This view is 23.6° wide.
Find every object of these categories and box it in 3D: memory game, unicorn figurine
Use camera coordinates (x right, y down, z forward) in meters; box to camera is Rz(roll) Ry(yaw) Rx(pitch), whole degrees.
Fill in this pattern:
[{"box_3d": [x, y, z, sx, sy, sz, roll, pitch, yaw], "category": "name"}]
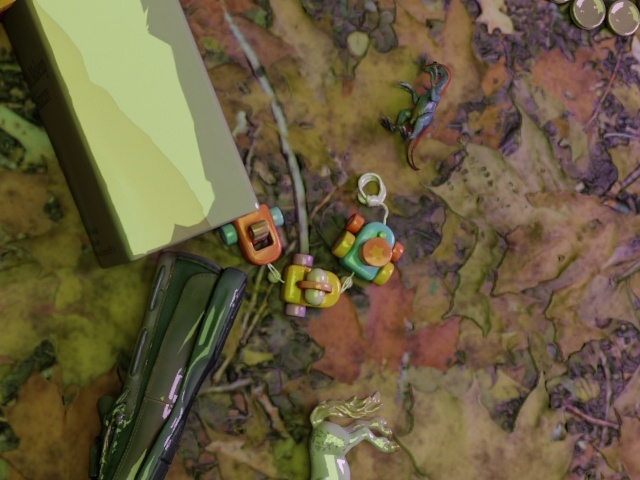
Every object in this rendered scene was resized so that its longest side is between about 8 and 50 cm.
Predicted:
[{"box_3d": [0.289, -0.294, 1.522, 0.186, 0.012, 0.186, 1, 86, -18], "category": "memory game"}, {"box_3d": [0.016, 0.219, 1.378, 0.111, 0.060, 0.162, 1, 70, -18], "category": "unicorn figurine"}]

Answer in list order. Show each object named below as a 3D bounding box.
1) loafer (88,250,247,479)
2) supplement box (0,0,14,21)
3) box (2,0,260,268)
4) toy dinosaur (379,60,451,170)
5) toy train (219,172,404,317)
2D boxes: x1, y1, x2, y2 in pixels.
[{"box_3d": [-0.150, 0.134, 1.316, 0.084, 0.096, 0.268, 23, 72, 4], "category": "loafer"}, {"box_3d": [-0.364, -0.179, 1.198, 0.191, 0.194, 0.129, -33, 97, -18], "category": "supplement box"}, {"box_3d": [-0.175, -0.143, 1.287, 0.121, 0.148, 0.311, -23, 92, -18], "category": "box"}, {"box_3d": [0.095, -0.127, 1.443, 0.082, 0.047, 0.090, -38, 132, -26], "category": "toy dinosaur"}, {"box_3d": [0.000, 0.000, 1.387, 0.166, 0.046, 0.125, -17, 92, -19], "category": "toy train"}]
